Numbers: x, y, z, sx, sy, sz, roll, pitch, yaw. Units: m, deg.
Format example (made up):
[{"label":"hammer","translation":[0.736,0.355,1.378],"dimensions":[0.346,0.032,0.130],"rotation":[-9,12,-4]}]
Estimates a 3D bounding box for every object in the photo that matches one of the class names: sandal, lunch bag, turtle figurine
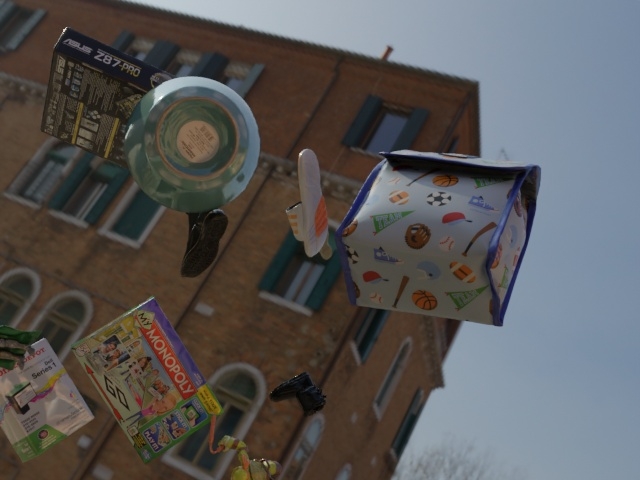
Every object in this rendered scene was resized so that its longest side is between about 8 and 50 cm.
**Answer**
[{"label":"sandal","translation":[-0.041,-0.093,1.918],"dimensions":[0.076,0.102,0.266],"rotation":[5,-69,29]},{"label":"lunch bag","translation":[0.251,-0.049,1.598],"dimensions":[0.327,0.385,0.239],"rotation":[9,-48,25]},{"label":"turtle figurine","translation":[-0.143,0.500,1.696],"dimensions":[0.270,0.087,0.217],"rotation":[62,7,27]}]

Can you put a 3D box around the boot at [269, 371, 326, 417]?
[{"label":"boot","translation":[-0.052,0.383,1.913],"dimensions":[0.099,0.121,0.045],"rotation":[54,-12,33]}]

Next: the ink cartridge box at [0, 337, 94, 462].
[{"label":"ink cartridge box","translation":[-0.811,0.448,2.239],"dimensions":[0.117,0.201,0.278],"rotation":[-30,-89,44]}]

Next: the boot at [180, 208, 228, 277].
[{"label":"boot","translation":[-0.300,-0.022,1.908],"dimensions":[0.076,0.198,0.137],"rotation":[10,32,-45]}]

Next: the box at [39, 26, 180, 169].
[{"label":"box","translation":[-0.573,-0.359,2.128],"dimensions":[0.318,0.097,0.395],"rotation":[24,-32,-12]}]

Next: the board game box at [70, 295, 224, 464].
[{"label":"board game box","translation":[-0.390,0.316,1.800],"dimensions":[0.317,0.213,0.046],"rotation":[60,-14,-10]}]

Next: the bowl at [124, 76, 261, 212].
[{"label":"bowl","translation":[-0.274,-0.218,1.733],"dimensions":[0.311,0.312,0.163],"rotation":[34,-7,-10]}]

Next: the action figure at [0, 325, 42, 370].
[{"label":"action figure","translation":[-0.746,0.224,1.720],"dimensions":[0.232,0.137,0.063],"rotation":[23,24,-38]}]

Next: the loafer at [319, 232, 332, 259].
[{"label":"loafer","translation":[0.000,0.000,2.225],"dimensions":[0.039,0.045,0.125],"rotation":[38,-28,43]}]
